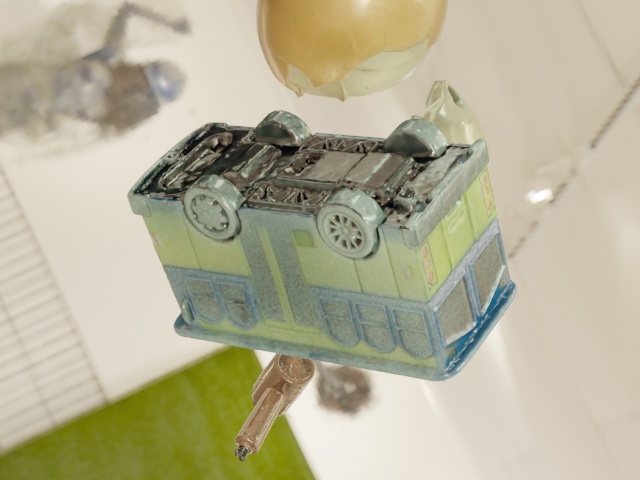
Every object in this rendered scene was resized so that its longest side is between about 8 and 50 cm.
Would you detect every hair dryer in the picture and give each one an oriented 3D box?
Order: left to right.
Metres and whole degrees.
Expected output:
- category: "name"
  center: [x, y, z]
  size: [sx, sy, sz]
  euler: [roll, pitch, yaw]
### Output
- category: "hair dryer"
  center: [-0.079, 0.239, 2.088]
  size: [0.064, 0.181, 0.117]
  euler: [33, -41, -1]

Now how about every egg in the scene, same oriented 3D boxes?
- category: "egg"
  center: [0.037, -0.267, 1.579]
  size: [0.201, 0.201, 0.244]
  euler: [-127, -135, -64]

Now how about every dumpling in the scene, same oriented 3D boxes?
- category: "dumpling"
  center: [0.169, -0.112, 2.100]
  size: [0.151, 0.124, 0.229]
  euler: [126, -31, -48]

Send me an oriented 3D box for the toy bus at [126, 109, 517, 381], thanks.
- category: "toy bus"
  center: [0.000, 0.000, 1.343]
  size: [0.312, 0.152, 0.190]
  euler: [7, -52, 33]
